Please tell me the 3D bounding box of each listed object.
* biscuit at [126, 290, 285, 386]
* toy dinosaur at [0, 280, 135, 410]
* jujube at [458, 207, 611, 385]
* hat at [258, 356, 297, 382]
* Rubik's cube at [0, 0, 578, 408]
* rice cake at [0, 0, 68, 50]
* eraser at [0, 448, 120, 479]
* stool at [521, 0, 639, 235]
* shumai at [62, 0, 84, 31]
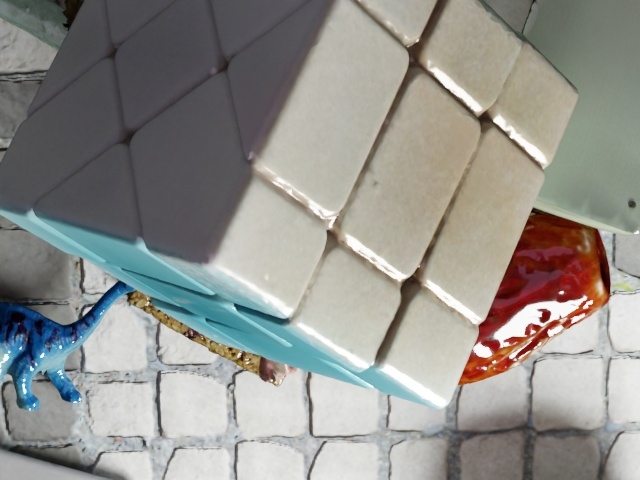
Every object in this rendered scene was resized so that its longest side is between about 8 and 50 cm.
[{"bbox_3d":[-0.114,0.088,1.652,0.199,0.034,0.064,32,99,-7],"label":"biscuit"},{"bbox_3d":[-0.335,0.122,1.628,0.329,0.076,0.144,-7,103,4],"label":"toy dinosaur"},{"bbox_3d":[0.170,0.046,1.565,0.255,0.190,0.190,-15,103,21],"label":"jujube"},{"bbox_3d":[0.000,0.000,1.557,0.107,0.237,0.286,15,69,-17],"label":"hat"},{"bbox_3d":[-0.029,-0.080,1.298,0.316,0.322,0.319,35,75,-43],"label":"Rubik's cube"},{"bbox_3d":[-0.346,-0.259,1.564,0.245,0.042,0.045,28,87,-7],"label":"rice cake"},{"bbox_3d":[-0.323,0.359,1.689,0.204,0.059,0.243,15,97,-5],"label":"eraser"},{"bbox_3d":[0.277,-0.162,1.489,0.170,0.243,0.270,19,101,9],"label":"stool"},{"bbox_3d":[-0.132,-0.279,1.530,0.218,0.184,0.185,-6,67,11],"label":"shumai"}]
